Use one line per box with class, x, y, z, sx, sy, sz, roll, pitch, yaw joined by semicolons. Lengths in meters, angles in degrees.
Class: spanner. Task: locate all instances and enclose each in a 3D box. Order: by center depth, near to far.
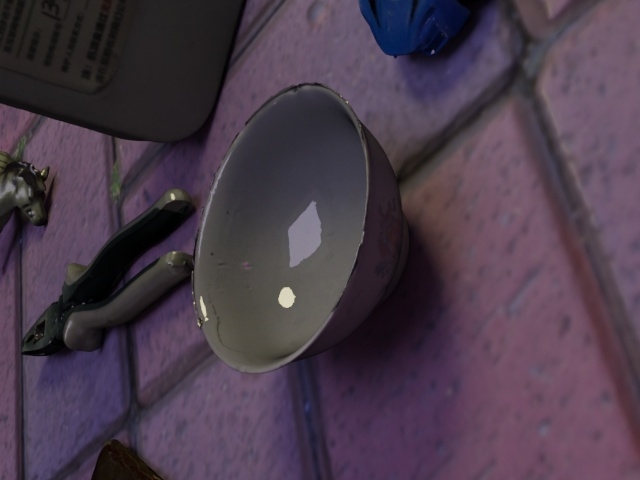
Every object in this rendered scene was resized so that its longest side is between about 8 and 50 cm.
spanner;-0.216;0.054;0.958;0.325;0.040;0.096;-32;52;43

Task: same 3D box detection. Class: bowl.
bowl;0.000;0.000;0.642;0.189;0.086;0.189;-25;57;46

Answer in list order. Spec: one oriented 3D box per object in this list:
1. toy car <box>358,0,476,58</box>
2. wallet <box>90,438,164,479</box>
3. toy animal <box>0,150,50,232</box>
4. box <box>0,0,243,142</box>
toy car;0.071;-0.227;0.646;0.103;0.063;0.216;10;85;54
wallet;-0.145;0.250;0.795;0.232;0.031;0.122;13;89;56
toy animal;-0.408;-0.062;1.242;0.176;0.073;0.217;-54;35;18
box;-0.236;-0.310;0.812;0.111;0.396;0.396;16;90;57
